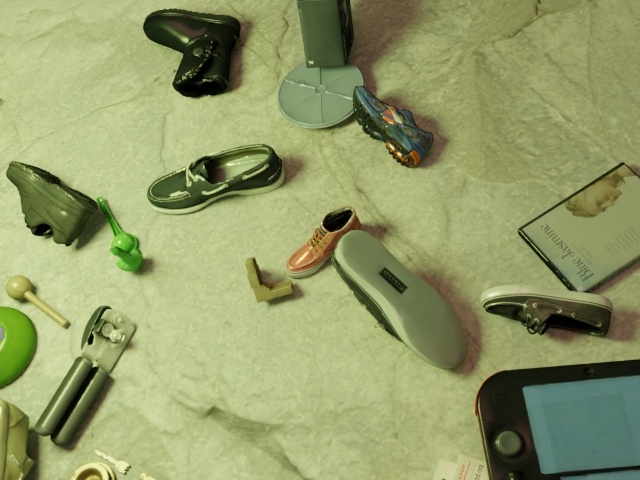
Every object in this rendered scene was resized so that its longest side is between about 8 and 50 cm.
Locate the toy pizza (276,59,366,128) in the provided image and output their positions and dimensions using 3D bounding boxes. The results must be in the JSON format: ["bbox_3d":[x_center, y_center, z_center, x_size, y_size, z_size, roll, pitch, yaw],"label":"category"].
[{"bbox_3d":[0.003,-0.323,1.974,0.201,0.032,0.201,-7,59,11],"label":"toy pizza"}]

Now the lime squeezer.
[{"bbox_3d":[-0.418,0.005,1.845,0.059,0.110,0.310,-46,28,4],"label":"lime squeezer"}]

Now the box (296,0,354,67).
[{"bbox_3d":[0.014,-0.482,1.966,0.093,0.155,0.158,-1,36,12],"label":"box"}]

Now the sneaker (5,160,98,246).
[{"bbox_3d":[-0.605,-0.082,1.936,0.286,0.109,0.130,30,95,39],"label":"sneaker"}]

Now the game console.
[{"bbox_3d":[0.450,0.355,1.400,0.387,0.060,0.341,-4,57,-3],"label":"game console"}]

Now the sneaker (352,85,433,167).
[{"bbox_3d":[0.147,-0.246,1.870,0.087,0.083,0.221,-35,71,-19],"label":"sneaker"}]

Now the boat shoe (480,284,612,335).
[{"bbox_3d":[0.397,0.133,1.586,0.229,0.080,0.076,6,60,9],"label":"boat shoe"}]

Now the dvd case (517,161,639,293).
[{"bbox_3d":[0.524,-0.023,1.675,0.253,0.022,0.180,-32,58,-6],"label":"dvd case"}]

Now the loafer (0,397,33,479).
[{"bbox_3d":[-0.575,0.424,1.632,0.102,0.092,0.268,-11,70,39],"label":"loafer"}]

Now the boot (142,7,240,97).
[{"bbox_3d":[-0.316,-0.432,2.078,0.247,0.094,0.207,5,57,9],"label":"boot"}]

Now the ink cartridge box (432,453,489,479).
[{"bbox_3d":[0.262,0.417,1.451,0.181,0.061,0.104,14,63,21],"label":"ink cartridge box"}]

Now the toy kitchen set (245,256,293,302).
[{"bbox_3d":[-0.100,0.064,1.750,0.075,0.083,0.068,-15,16,4],"label":"toy kitchen set"}]

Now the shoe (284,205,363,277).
[{"bbox_3d":[0.000,0.000,1.752,0.178,0.081,0.063,-32,58,-7],"label":"shoe"}]

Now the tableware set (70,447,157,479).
[{"bbox_3d":[-0.371,0.456,1.593,0.194,0.039,0.128,21,67,24],"label":"tableware set"}]

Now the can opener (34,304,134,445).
[{"bbox_3d":[-0.452,0.257,1.726,0.093,0.074,0.280,-9,48,50],"label":"can opener"}]

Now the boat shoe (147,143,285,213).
[{"bbox_3d":[-0.230,-0.138,1.884,0.303,0.091,0.114,-16,57,4],"label":"boat shoe"}]

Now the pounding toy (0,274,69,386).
[{"bbox_3d":[-0.654,0.177,1.787,0.183,0.110,0.237,37,74,29],"label":"pounding toy"}]

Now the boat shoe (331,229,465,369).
[{"bbox_3d":[0.133,0.119,1.635,0.306,0.105,0.113,42,63,5],"label":"boat shoe"}]
